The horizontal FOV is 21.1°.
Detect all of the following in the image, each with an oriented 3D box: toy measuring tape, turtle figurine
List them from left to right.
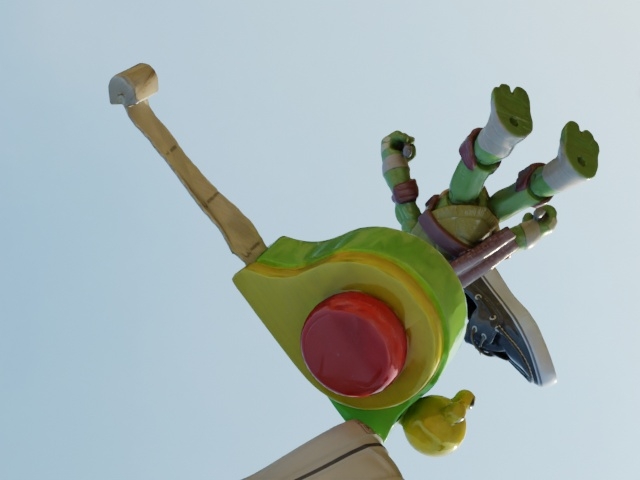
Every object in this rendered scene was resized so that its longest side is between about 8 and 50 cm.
[{"bbox_3d":[0.000,0.000,1.113,0.330,0.121,0.121,53,-162,-4],"label":"toy measuring tape"},{"bbox_3d":[0.176,-0.074,1.883,0.198,0.266,0.274,53,-135,6],"label":"turtle figurine"}]

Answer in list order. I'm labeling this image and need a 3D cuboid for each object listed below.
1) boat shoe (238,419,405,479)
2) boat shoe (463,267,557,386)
[{"bbox_3d":[-0.043,0.195,1.059,0.076,0.226,0.083,48,165,32],"label":"boat shoe"},{"bbox_3d":[0.200,0.098,2.001,0.080,0.076,0.228,72,172,-45],"label":"boat shoe"}]
